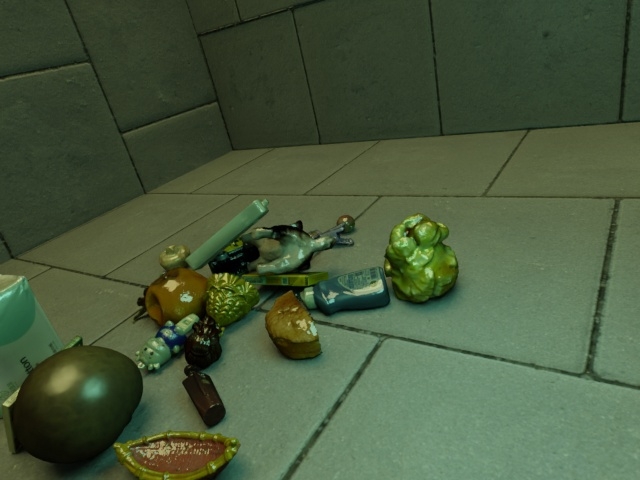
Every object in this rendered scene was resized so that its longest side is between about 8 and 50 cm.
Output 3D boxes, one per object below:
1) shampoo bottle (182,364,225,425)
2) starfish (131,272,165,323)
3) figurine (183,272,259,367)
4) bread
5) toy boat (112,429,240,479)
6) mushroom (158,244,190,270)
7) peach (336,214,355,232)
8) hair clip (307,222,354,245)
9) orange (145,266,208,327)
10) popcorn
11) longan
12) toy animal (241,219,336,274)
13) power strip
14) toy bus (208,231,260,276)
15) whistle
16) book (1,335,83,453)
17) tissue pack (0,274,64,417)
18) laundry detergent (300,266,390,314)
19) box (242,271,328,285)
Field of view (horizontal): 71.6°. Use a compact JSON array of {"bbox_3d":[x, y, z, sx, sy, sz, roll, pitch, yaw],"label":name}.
[{"bbox_3d":[-0.320,0.404,1.194,0.067,0.068,0.236,-44,33,-13],"label":"shampoo bottle"},{"bbox_3d":[-0.648,0.215,1.679,0.223,0.050,0.217,138,154,-70],"label":"starfish"},{"bbox_3d":[-0.336,0.268,1.416,0.168,0.187,0.315,-42,18,36],"label":"figurine"},{"bbox_3d":[-0.091,0.257,1.310,0.133,0.129,0.260,-20,24,-9],"label":"bread"},{"bbox_3d":[-0.314,0.481,0.993,0.317,0.099,0.141,-9,22,17],"label":"toy boat"},{"bbox_3d":[-0.655,0.077,1.997,0.147,0.112,0.148,-11,16,3],"label":"mushroom"},{"bbox_3d":[0.110,-0.074,1.948,0.083,0.083,0.083,-12,25,5],"label":"peach"},{"bbox_3d":[0.000,-0.014,1.871,0.278,0.091,0.137,-7,17,14],"label":"hair clip"},{"bbox_3d":[-0.506,0.191,1.594,0.248,0.183,0.249,-12,26,6],"label":"orange"},{"bbox_3d":[0.307,0.048,1.387,0.225,0.277,0.276,-29,28,-18],"label":"popcorn"},{"bbox_3d":[-0.602,0.400,1.118,0.297,0.298,0.297,-12,25,5],"label":"longan"},{"bbox_3d":[-0.121,0.028,1.663,0.302,0.195,0.344,-9,4,-17],"label":"toy animal"},{"bbox_3d":[-0.341,-0.026,1.669,0.385,0.062,0.091,-39,-2,7],"label":"power strip"},{"bbox_3d":[-0.338,0.062,1.843,0.262,0.128,0.150,-25,24,-18],"label":"toy bus"},{"bbox_3d":[-0.484,0.318,1.414,0.110,0.092,0.244,24,46,23],"label":"whistle"},{"bbox_3d":[-0.764,0.422,1.241,0.027,0.202,0.264,19,31,5],"label":"book"},{"bbox_3d":[-0.993,0.316,1.381,0.193,0.357,0.266,2,30,31],"label":"tissue pack"},{"bbox_3d":[0.075,0.173,1.446,0.289,0.094,0.143,-13,38,9],"label":"laundry detergent"},{"bbox_3d":[-0.127,0.136,1.598,0.278,0.041,0.153,-2,-1,28],"label":"box"}]
